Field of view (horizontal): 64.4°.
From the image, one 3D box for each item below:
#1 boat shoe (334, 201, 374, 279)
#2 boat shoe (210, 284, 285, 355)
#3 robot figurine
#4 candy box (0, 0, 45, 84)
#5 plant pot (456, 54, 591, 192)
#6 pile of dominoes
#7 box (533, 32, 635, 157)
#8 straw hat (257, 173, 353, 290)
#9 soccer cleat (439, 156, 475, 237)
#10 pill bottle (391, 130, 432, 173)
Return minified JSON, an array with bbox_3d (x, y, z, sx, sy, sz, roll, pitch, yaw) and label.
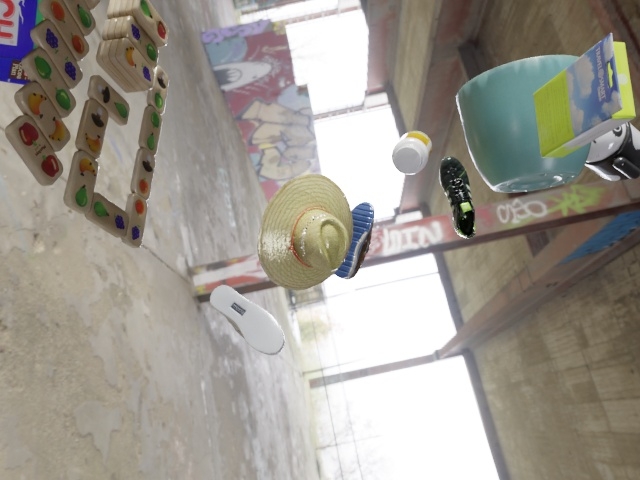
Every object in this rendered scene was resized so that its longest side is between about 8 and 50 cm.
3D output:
[{"bbox_3d":[0.081,0.002,1.161,0.066,0.066,0.183,29,83,-61],"label":"boat shoe"},{"bbox_3d":[-0.189,0.220,1.362,0.267,0.096,0.088,29,-16,29],"label":"boat shoe"},{"bbox_3d":[0.907,-0.293,1.587,0.209,0.278,0.174,27,-86,60],"label":"robot figurine"},{"bbox_3d":[-0.459,-0.334,0.558,0.122,0.317,0.268,40,-62,30],"label":"candy box"},{"bbox_3d":[0.473,-0.242,1.159,0.293,0.293,0.235,77,8,-81],"label":"plant pot"},{"bbox_3d":[-0.207,-0.142,0.516,0.196,0.040,0.251,55,33,-64],"label":"pile of dominoes"},{"bbox_3d":[0.372,-0.197,0.720,0.178,0.042,0.109,132,-44,-77],"label":"box"},{"bbox_3d":[0.000,0.000,0.583,0.061,0.144,0.144,26,-45,52],"label":"straw hat"},{"bbox_3d":[0.296,-0.090,1.072,0.072,0.060,0.179,-97,169,-75],"label":"soccer cleat"},{"bbox_3d":[0.343,-0.327,1.919,0.246,0.136,0.136,-51,132,-63],"label":"pill bottle"}]
